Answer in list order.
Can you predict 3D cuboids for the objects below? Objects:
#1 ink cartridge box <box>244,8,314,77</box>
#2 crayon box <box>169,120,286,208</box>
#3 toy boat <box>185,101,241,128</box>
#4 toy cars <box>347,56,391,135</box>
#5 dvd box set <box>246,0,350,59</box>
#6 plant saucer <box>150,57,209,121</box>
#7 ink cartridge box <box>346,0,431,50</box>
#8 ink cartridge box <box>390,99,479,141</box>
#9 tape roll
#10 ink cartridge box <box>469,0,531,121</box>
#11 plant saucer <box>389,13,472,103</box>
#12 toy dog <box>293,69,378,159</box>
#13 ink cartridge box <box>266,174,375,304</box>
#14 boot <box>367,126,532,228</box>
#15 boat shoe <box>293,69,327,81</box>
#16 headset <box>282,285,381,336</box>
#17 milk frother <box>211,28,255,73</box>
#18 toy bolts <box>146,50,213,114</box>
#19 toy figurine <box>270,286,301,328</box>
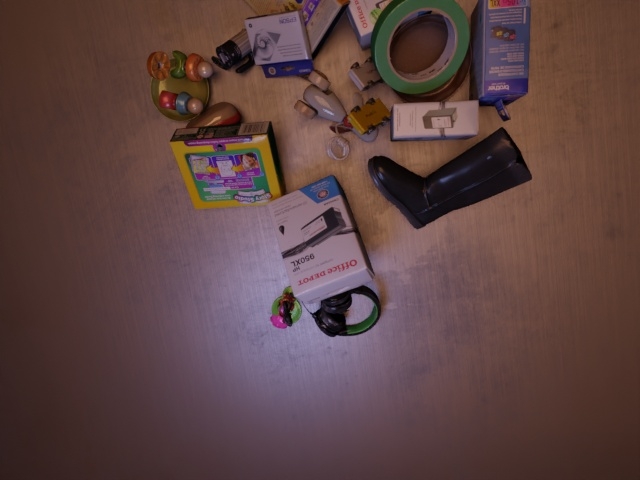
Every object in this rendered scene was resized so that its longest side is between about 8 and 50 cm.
[{"bbox_3d":[-0.147,-0.703,1.647,0.223,0.045,0.224,3,129,25],"label":"ink cartridge box"},{"bbox_3d":[-0.338,-0.277,1.719,0.363,0.106,0.313,-3,134,7],"label":"crayon box"},{"bbox_3d":[-0.407,-0.430,1.773,0.231,0.151,0.151,-30,126,11],"label":"toy boat"},{"bbox_3d":[0.161,-0.508,1.619,0.176,0.087,0.393,18,58,-26],"label":"toy cars"},{"bbox_3d":[-0.121,-0.874,1.591,0.420,0.062,0.307,47,146,-2],"label":"dvd box set"},{"bbox_3d":[-0.552,-0.593,1.795,0.241,0.037,0.241,1,99,7],"label":"plant saucer"},{"bbox_3d":[0.229,-0.835,1.583,0.270,0.197,0.198,-23,97,10],"label":"ink cartridge box"},{"bbox_3d":[0.401,-0.425,1.632,0.289,0.211,0.121,-1,98,5],"label":"ink cartridge box"},{"bbox_3d":[0.332,-0.662,1.522,0.321,0.077,0.321,-4,130,-5],"label":"tape roll"},{"bbox_3d":[0.602,-0.611,1.545,0.151,0.270,0.395,1,100,9],"label":"ink cartridge box"},{"bbox_3d":[0.385,-0.647,1.639,0.311,0.050,0.310,0,117,-1],"label":"plant saucer"},{"bbox_3d":[0.055,-0.486,1.706,0.220,0.161,0.333,-34,109,16],"label":"toy dog"},{"bbox_3d":[0.000,0.000,1.690,0.285,0.166,0.395,-23,68,9],"label":"ink cartridge box"},{"bbox_3d":[0.442,-0.251,1.573,0.445,0.146,0.367,-25,129,35],"label":"boot"},{"bbox_3d":[-0.033,-0.630,1.726,0.135,0.045,0.050,24,112,4],"label":"boat shoe"},{"bbox_3d":[0.048,0.286,1.783,0.394,0.185,0.243,8,121,-9],"label":"headset"},{"bbox_3d":[-0.334,-0.719,1.724,0.143,0.129,0.135,32,65,28],"label":"milk frother"},{"bbox_3d":[-0.509,-0.578,1.673,0.158,0.218,0.228,16,109,17],"label":"toy bolts"},{"bbox_3d":[-0.145,0.288,1.842,0.130,0.159,0.173,18,101,3],"label":"toy figurine"}]
